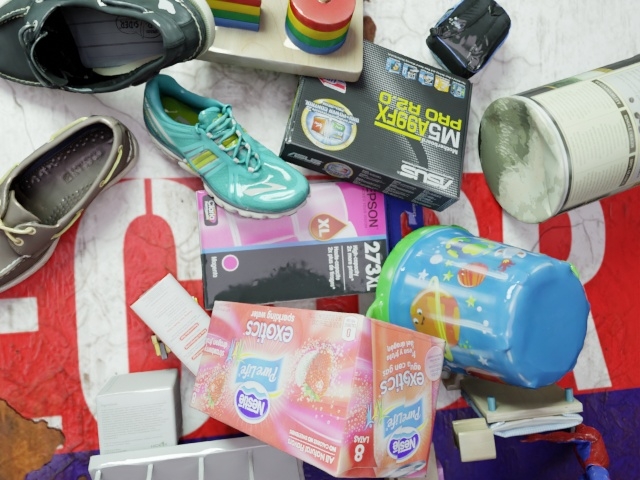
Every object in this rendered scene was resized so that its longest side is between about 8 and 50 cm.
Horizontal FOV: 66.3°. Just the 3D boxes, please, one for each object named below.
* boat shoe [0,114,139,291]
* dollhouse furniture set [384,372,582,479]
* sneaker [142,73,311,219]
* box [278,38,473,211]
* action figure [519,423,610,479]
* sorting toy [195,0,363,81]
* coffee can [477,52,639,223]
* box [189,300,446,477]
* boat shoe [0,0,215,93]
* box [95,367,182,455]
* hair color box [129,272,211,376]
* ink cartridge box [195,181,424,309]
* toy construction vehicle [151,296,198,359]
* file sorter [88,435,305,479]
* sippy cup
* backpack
[{"bbox_3d":[-0.388,-0.048,0.667,0.324,0.096,0.117,-44,98,-7],"label":"boat shoe"},{"bbox_3d":[0.244,0.307,0.699,0.302,0.286,0.198,-8,93,0],"label":"dollhouse furniture set"},{"bbox_3d":[-0.135,-0.126,0.668,0.275,0.110,0.107,33,61,6],"label":"sneaker"},{"bbox_3d":[0.091,-0.185,0.744,0.269,0.060,0.217,17,69,-11],"label":"box"},{"bbox_3d":[0.401,0.388,0.767,0.138,0.280,0.092,-18,103,22],"label":"action figure"},{"bbox_3d":[-0.057,-0.373,0.686,0.255,0.089,0.258,5,71,-9],"label":"sorting toy"},{"bbox_3d":[0.423,-0.163,0.768,0.275,0.201,0.202,-19,94,-10],"label":"coffee can"},{"bbox_3d":[-0.019,0.168,0.599,0.142,0.299,0.154,22,74,-38],"label":"box"},{"bbox_3d":[-0.306,-0.241,0.611,0.339,0.113,0.127,3,131,11],"label":"boat shoe"},{"bbox_3d":[-0.253,0.241,0.695,0.101,0.101,0.087,-3,91,-11],"label":"box"},{"bbox_3d":[-0.198,0.122,0.703,0.072,0.043,0.141,-42,101,-19],"label":"hair color box"},{"bbox_3d":[0.000,0.000,0.763,0.370,0.069,0.176,-5,92,-13],"label":"ink cartridge box"},{"bbox_3d":[-0.210,0.139,0.736,0.085,0.035,0.099,-11,93,-11],"label":"toy construction vehicle"},{"bbox_3d":[-0.151,0.394,0.643,0.277,0.173,0.193,-3,126,-11],"label":"file sorter"},{"bbox_3d":[0.234,0.097,0.697,0.240,0.224,0.306,46,72,-24],"label":"sippy cup"},{"bbox_3d":[0.236,-0.330,0.789,0.105,0.084,0.114,42,87,-8],"label":"backpack"}]
